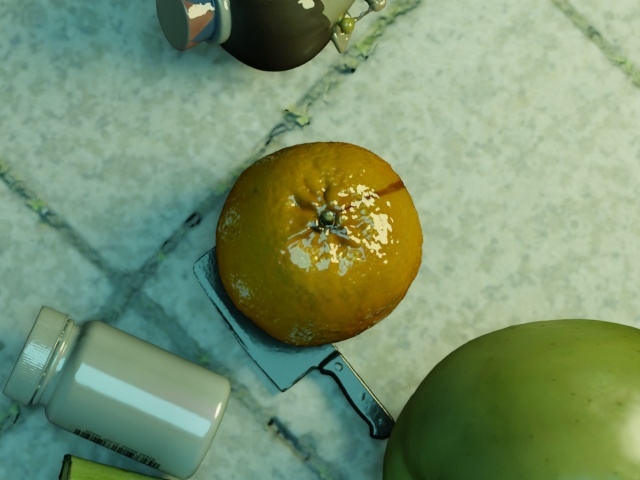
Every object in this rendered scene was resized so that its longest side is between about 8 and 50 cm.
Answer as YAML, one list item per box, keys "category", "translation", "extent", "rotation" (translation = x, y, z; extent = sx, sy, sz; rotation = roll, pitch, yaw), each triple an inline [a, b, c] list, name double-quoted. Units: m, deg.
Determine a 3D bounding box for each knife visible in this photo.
- category: "knife"
  translation: [-0.025, 0.103, 1.703]
  extent: [0.072, 0.019, 0.245]
  rotation: [-40, 89, -9]

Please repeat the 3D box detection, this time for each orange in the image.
- category: "orange"
  translation: [0.000, 0.000, 1.639]
  extent: [0.193, 0.161, 0.193]
  rotation: [4, 79, -20]

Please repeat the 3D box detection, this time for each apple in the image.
- category: "apple"
  translation: [0.232, 0.237, 1.575]
  extent: [0.357, 0.357, 0.357]
  rotation: [1, 84, -10]

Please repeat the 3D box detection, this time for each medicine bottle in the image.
- category: "medicine bottle"
  translation: [-0.183, 0.135, 1.626]
  extent: [0.187, 0.103, 0.102]
  rotation: [24, 81, -7]

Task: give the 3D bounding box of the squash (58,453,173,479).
- category: "squash"
  translation: [-0.146, 0.255, 1.626]
  extent: [0.188, 0.095, 0.095]
  rotation: [12, 83, -11]

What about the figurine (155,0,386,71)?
- category: "figurine"
  translation: [-0.020, -0.250, 1.664]
  extent: [0.275, 0.158, 0.161]
  rotation: [-41, 83, -12]
